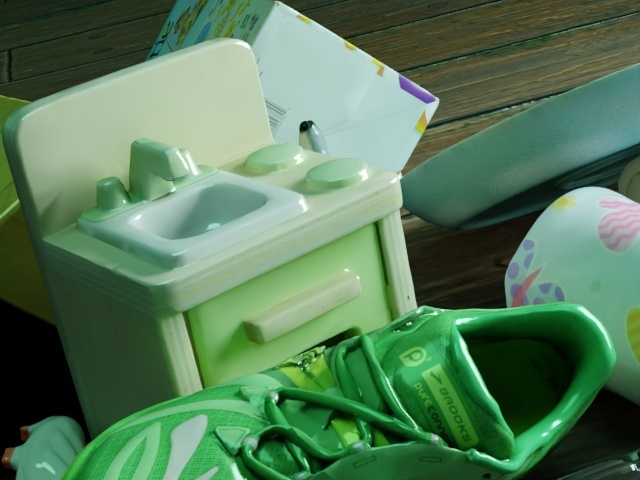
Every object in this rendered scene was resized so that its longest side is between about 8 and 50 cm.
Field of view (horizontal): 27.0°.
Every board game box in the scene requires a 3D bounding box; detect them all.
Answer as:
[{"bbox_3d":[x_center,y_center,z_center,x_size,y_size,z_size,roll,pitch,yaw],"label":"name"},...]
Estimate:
[{"bbox_3d":[-0.046,-0.100,1.026,0.142,0.144,0.275,28,5,-22],"label":"board game box"}]

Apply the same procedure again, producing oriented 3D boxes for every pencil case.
[{"bbox_3d":[0.224,0.048,0.677,0.124,0.113,0.273,-6,15,-38],"label":"pencil case"}]

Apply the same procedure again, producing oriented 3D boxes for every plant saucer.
[{"bbox_3d":[0.203,-0.070,0.905,0.318,0.043,0.317,-21,-7,-2],"label":"plant saucer"}]

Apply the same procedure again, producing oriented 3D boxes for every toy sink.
[{"bbox_3d":[-0.044,0.028,0.694,0.153,0.234,0.131,-25,25,-31],"label":"toy sink"}]

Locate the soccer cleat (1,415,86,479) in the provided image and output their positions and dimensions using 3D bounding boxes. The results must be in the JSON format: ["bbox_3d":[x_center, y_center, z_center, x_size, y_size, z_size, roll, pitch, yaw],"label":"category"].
[{"bbox_3d":[-0.129,0.154,0.669,0.076,0.068,0.196,3,23,-4],"label":"soccer cleat"}]

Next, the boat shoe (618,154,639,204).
[{"bbox_3d":[0.311,-0.018,0.753,0.097,0.116,0.324,-28,18,-27],"label":"boat shoe"}]

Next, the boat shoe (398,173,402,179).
[{"bbox_3d":[0.023,-0.072,1.135,0.063,0.066,0.184,5,11,-16],"label":"boat shoe"}]

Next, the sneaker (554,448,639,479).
[{"bbox_3d":[0.128,0.159,0.450,0.130,0.147,0.330,-19,4,-6],"label":"sneaker"}]

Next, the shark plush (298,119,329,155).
[{"bbox_3d":[0.000,0.000,0.868,0.073,0.161,0.067,-35,47,-12],"label":"shark plush"}]

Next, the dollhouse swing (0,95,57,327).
[{"bbox_3d":[-0.239,0.069,0.892,0.347,0.315,0.305,15,75,47],"label":"dollhouse swing"}]

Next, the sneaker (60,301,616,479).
[{"bbox_3d":[0.012,0.082,0.579,0.295,0.109,0.123,-19,-21,-38],"label":"sneaker"}]
